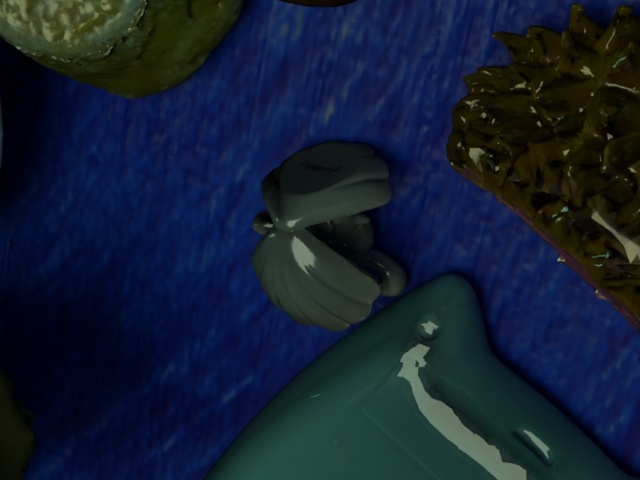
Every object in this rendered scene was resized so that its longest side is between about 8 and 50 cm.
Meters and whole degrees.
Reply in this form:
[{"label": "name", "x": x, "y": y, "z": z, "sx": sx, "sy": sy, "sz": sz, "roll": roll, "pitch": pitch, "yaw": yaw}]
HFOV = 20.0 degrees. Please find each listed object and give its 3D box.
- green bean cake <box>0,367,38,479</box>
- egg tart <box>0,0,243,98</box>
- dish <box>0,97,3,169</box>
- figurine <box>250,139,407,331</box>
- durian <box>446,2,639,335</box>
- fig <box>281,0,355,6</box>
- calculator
[{"label": "green bean cake", "x": -0.271, "y": 0.115, "z": 1.032, "sx": 0.285, "sy": 0.310, "sz": 0.202, "roll": -9, "pitch": 99, "yaw": 17}, {"label": "egg tart", "x": -0.127, "y": -0.166, "z": 0.981, "sx": 0.197, "sy": 0.078, "sz": 0.197, "roll": 9, "pitch": 114, "yaw": 20}, {"label": "dish", "x": -0.319, "y": -0.094, "z": 1.024, "sx": 0.273, "sy": 0.134, "sz": 0.273, "roll": 22, "pitch": 128, "yaw": 32}, {"label": "figurine", "x": 0.000, "y": 0.000, "z": 0.993, "sx": 0.094, "sy": 0.082, "sz": 0.086, "roll": 10, "pitch": 131, "yaw": 33}, {"label": "durian", "x": 0.207, "y": 0.015, "z": 0.869, "sx": 0.341, "sy": 0.112, "sz": 0.191, "roll": 50, "pitch": 124, "yaw": 4}, {"label": "fig", "x": -0.027, "y": -0.157, "z": 0.920, "sx": 0.125, "sy": 0.089, "sz": 0.089, "roll": -12, "pitch": 105, "yaw": 6}, {"label": "calculator", "x": 0.034, "y": 0.213, "z": 1.065, "sx": 0.256, "sy": 0.054, "sz": 0.386, "roll": 42, "pitch": 125, "yaw": 6}]
